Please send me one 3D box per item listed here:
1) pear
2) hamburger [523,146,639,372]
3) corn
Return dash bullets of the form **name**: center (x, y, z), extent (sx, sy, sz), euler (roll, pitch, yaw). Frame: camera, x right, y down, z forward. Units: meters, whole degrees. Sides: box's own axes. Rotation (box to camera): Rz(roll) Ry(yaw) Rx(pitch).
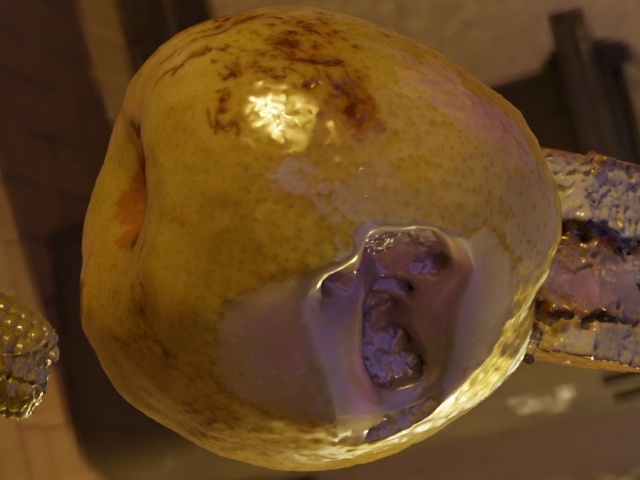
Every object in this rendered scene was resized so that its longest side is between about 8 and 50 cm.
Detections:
- **pear**: center (0.000, 0.000, 1.075), extent (0.271, 0.271, 0.271), euler (-14, 90, -77)
- **hamburger**: center (0.133, 0.014, 1.354), extent (0.282, 0.245, 0.155), euler (18, 79, -56)
- **corn**: center (-0.399, 0.069, 1.705), extent (0.131, 0.345, 0.131), euler (-165, -90, -86)
